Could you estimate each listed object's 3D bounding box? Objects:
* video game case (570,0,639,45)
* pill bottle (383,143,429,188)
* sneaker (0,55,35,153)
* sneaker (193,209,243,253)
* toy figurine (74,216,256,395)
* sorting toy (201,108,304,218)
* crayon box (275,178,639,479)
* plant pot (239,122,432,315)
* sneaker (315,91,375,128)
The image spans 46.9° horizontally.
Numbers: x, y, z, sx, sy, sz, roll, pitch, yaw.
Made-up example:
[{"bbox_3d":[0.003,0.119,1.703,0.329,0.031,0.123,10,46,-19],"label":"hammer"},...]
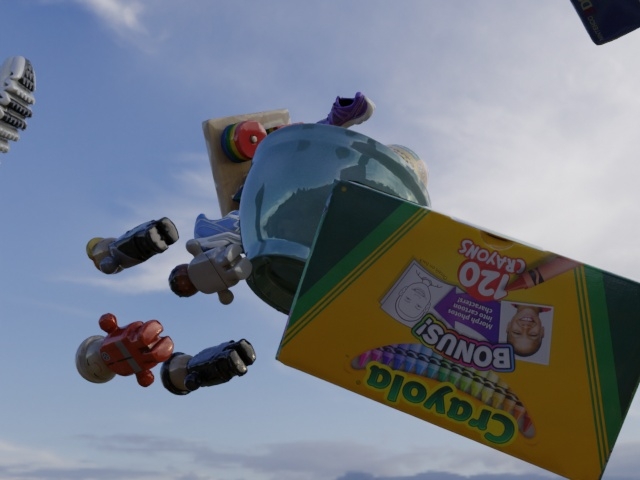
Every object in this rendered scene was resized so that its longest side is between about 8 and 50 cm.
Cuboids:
[{"bbox_3d":[0.210,-0.353,0.682,0.061,0.244,0.269,-21,-34,29],"label":"video game case"},{"bbox_3d":[0.104,-0.093,1.177,0.117,0.118,0.208,-16,4,26],"label":"pill bottle"},{"bbox_3d":[-0.531,-0.158,1.114,0.118,0.292,0.110,24,-9,1],"label":"sneaker"},{"bbox_3d":[-0.130,-0.018,1.351,0.211,0.081,0.080,-3,-22,-20],"label":"sneaker"},{"bbox_3d":[-0.200,0.090,0.951,0.148,0.210,0.213,-20,-26,36],"label":"toy figurine"},{"bbox_3d":[-0.125,-0.171,1.713,0.089,0.257,0.255,-5,10,45],"label":"sorting toy"},{"bbox_3d":[0.121,0.069,0.622,0.278,0.165,0.081,20,7,10],"label":"crayon box"},{"bbox_3d":[0.000,0.000,1.098,0.293,0.196,0.293,16,-33,10],"label":"plant pot"},{"bbox_3d":[0.044,-0.279,1.608,0.170,0.068,0.071,-22,-60,42],"label":"sneaker"}]
